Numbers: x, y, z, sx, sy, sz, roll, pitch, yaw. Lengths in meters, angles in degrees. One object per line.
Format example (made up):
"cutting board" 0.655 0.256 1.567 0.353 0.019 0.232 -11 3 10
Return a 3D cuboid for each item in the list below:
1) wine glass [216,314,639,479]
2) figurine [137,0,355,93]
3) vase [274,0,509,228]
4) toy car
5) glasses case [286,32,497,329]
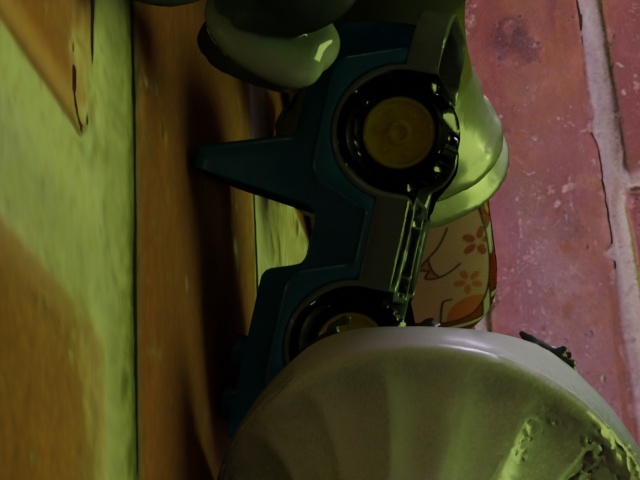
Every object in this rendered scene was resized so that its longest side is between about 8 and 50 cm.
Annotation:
"wine glass" 0.024 0.134 0.501 0.196 0.165 0.165 -60 144 -64
"figurine" -0.026 -0.161 0.474 0.140 0.193 0.265 -46 162 -50
"vase" 0.024 -0.160 0.700 0.173 0.173 0.321 -87 172 -51
"toy car" 0.000 0.000 0.641 0.097 0.100 0.191 26 77 -81
"glasses case" 0.037 -0.064 0.890 0.067 0.103 0.267 -85 165 -66
